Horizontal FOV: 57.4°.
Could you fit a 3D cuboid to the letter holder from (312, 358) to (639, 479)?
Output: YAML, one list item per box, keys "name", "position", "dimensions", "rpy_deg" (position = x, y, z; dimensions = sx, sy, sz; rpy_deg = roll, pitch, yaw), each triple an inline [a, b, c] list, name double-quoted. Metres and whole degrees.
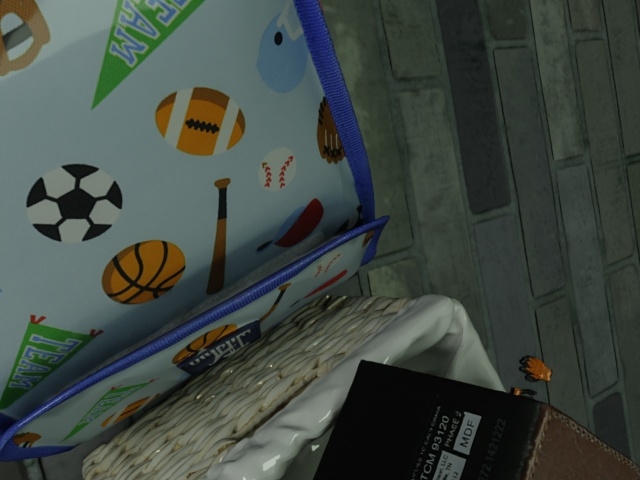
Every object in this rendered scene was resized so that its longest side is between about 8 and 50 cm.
- name: "letter holder"
  position: [0.086, 0.262, 0.354]
  dimensions: [0.214, 0.152, 0.302]
  rpy_deg: [34, 70, -28]

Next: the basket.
- name: "basket"
  position: [0.003, 0.256, 0.543]
  dimensions: [0.328, 0.266, 0.331]
  rpy_deg: [-35, 108, -27]

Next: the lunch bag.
- name: "lunch bag"
  position: [-0.139, -0.030, 0.426]
  dimensions: [0.328, 0.239, 0.385]
  rpy_deg: [-31, 135, -12]

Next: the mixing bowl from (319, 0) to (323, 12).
- name: "mixing bowl"
  position: [-0.098, -0.216, 0.588]
  dimensions: [0.181, 0.098, 0.181]
  rpy_deg: [1, 89, -33]

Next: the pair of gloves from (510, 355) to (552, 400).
- name: "pair of gloves"
  position: [0.322, 0.220, 0.890]
  dimensions: [0.074, 0.010, 0.083]
  rpy_deg: [31, 74, -28]
